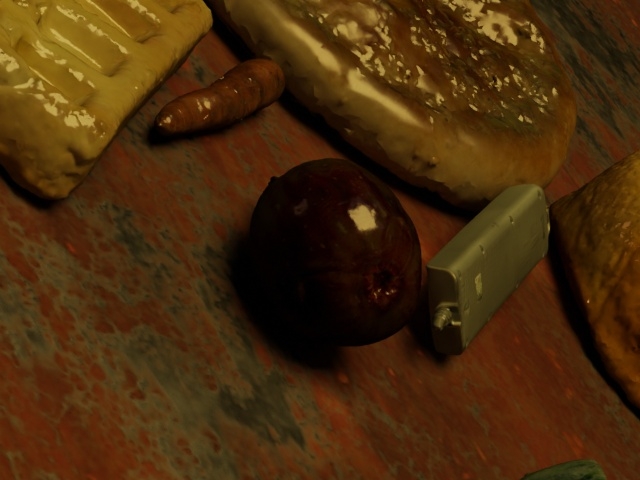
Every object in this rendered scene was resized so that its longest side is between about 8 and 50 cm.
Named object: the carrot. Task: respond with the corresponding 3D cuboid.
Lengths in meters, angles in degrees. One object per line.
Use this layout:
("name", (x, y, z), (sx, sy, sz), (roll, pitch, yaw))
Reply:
("carrot", (-0.067, -0.091, 1.306), (0.035, 0.035, 0.165), (46, 30, 4))

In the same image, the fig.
("fig", (0.000, 0.000, 1.214), (0.103, 0.109, 0.155), (6, 15, -29))

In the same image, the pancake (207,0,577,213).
("pancake", (0.052, -0.184, 1.539), (0.387, 0.082, 0.387), (29, 34, -22))

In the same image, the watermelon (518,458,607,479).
("watermelon", (0.154, 0.187, 1.205), (0.094, 0.081, 0.180), (59, 25, -29))

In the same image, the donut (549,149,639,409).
("donut", (0.313, 0.048, 1.541), (0.303, 0.110, 0.303), (32, 29, -20))

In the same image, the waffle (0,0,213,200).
("waffle", (-0.168, -0.139, 1.210), (0.168, 0.057, 0.274), (41, 27, -7))

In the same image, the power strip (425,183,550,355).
("power strip", (0.114, 0.020, 1.366), (0.253, 0.027, 0.060), (-38, 125, -62))
